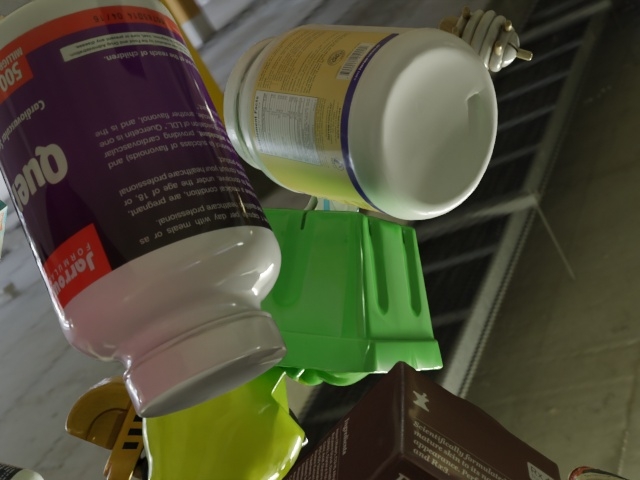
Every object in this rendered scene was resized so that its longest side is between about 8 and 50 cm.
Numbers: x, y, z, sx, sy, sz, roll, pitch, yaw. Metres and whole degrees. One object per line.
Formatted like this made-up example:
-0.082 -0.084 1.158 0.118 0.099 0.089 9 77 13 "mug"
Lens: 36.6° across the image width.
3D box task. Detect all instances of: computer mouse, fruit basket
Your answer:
-0.071 0.361 1.912 0.041 0.071 0.242 -26 -173 -10 "computer mouse"
-0.075 0.146 1.090 0.392 0.392 0.283 -23 165 23 "fruit basket"

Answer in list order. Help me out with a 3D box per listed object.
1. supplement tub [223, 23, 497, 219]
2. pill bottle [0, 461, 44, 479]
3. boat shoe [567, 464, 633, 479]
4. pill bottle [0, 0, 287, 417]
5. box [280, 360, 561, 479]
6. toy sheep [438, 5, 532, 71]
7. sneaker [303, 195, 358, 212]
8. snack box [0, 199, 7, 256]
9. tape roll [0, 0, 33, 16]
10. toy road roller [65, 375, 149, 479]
0.043 -0.169 1.305 0.241 0.241 0.331 -40 -147 -25 "supplement tub"
-0.386 0.311 1.148 0.169 0.094 0.094 10 -147 13 "pill bottle"
0.319 0.265 0.980 0.043 0.137 0.049 72 39 -84 "boat shoe"
-0.148 -0.031 0.779 0.182 0.322 0.181 -24 164 -7 "pill bottle"
0.029 0.311 0.889 0.381 0.191 0.143 -50 -166 23 "box"
0.219 -0.267 1.294 0.091 0.132 0.091 -57 165 -24 "toy sheep"
0.000 0.000 1.623 0.092 0.228 0.087 9 -166 -9 "sneaker"
-0.605 -0.068 1.441 0.060 0.322 0.187 -38 160 -45 "snack box"
-0.436 -0.438 1.421 0.219 0.219 0.072 -22 -160 25 "tape roll"
-0.295 0.276 1.694 0.202 0.241 0.329 172 -60 -84 "toy road roller"
